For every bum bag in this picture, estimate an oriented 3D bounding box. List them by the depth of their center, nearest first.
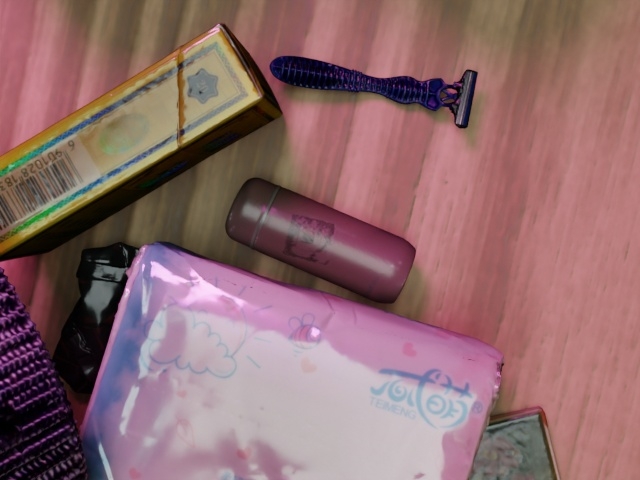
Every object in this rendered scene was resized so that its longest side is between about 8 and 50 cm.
[{"bbox_3d":[-0.170,0.061,0.793,0.057,0.034,0.125,18,94,-8],"label":"bum bag"}]

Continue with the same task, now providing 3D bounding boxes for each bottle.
[{"bbox_3d":[0.000,0.000,0.772,0.140,0.053,0.053,23,94,2],"label":"bottle"}]

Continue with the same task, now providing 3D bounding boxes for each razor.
[{"bbox_3d":[0.038,-0.117,0.776,0.154,0.028,0.044,9,94,1],"label":"razor"}]

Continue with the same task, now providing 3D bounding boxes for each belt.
[{"bbox_3d":[-0.281,0.093,0.696,0.325,0.122,0.260,53,137,9],"label":"belt"}]

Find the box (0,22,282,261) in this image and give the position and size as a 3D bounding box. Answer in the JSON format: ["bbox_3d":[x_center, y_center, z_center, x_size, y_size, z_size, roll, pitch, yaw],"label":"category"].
[{"bbox_3d":[-0.138,-0.065,0.731,0.220,0.141,0.064,-28,90,5],"label":"box"}]

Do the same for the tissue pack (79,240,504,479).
[{"bbox_3d":[-0.025,0.131,0.737,0.271,0.124,0.202,17,92,5],"label":"tissue pack"}]

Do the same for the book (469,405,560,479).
[{"bbox_3d":[0.101,0.309,0.803,0.228,0.018,0.323,-15,92,4],"label":"book"}]
